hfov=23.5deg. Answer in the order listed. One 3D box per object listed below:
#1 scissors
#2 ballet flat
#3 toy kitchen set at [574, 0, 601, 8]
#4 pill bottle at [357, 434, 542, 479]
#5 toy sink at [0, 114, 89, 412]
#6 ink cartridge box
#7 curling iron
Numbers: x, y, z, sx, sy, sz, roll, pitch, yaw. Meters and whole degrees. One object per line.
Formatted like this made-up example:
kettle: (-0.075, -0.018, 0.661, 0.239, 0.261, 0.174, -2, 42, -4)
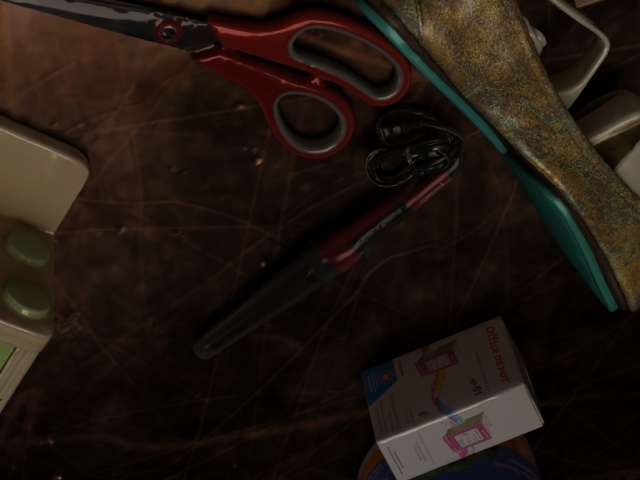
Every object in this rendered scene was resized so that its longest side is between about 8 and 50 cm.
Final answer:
scissors: (-0.078, -0.142, 1.007, 0.297, 0.021, 0.109, 25, 121, -24)
ballet flat: (0.159, -0.083, 1.034, 0.123, 0.123, 0.348, -33, 123, 15)
toy kitchen set: (0.194, -0.191, 0.987, 0.075, 0.083, 0.068, -17, 91, 16)
pill bottle: (0.121, 0.271, 1.190, 0.152, 0.272, 0.152, -5, 127, -6)
toy sink: (-0.269, 0.036, 1.036, 0.153, 0.131, 0.234, 24, 119, -25)
ink cartridge box: (0.101, 0.121, 1.189, 0.122, 0.088, 0.052, -22, 124, 7)
curling iron: (0.000, 0.000, 1.118, 0.068, 0.035, 0.274, 42, 117, -10)
